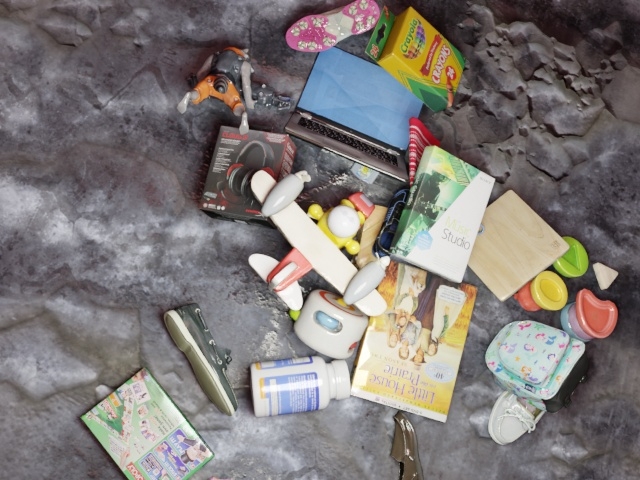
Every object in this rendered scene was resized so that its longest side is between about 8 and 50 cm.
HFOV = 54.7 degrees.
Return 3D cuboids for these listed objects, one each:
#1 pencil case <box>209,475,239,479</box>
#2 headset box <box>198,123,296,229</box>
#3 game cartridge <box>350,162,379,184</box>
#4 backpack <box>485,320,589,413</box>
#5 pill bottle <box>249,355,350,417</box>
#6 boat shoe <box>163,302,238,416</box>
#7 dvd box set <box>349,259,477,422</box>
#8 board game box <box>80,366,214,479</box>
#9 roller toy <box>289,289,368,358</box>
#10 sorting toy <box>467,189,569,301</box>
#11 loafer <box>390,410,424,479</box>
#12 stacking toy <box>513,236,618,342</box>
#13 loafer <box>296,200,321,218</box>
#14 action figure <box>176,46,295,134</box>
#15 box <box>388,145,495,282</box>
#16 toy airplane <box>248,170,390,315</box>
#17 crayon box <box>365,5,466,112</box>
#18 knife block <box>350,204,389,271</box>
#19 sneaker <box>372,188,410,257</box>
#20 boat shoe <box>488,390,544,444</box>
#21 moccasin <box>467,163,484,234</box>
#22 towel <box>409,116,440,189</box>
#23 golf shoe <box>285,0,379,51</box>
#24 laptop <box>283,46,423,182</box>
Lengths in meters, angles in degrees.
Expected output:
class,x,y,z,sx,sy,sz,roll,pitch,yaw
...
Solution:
class,x,y,z,sx,sy,sz,roll,pitch,yaw
pencil case,-0.184,0.734,1.692,0.284,0.124,0.124,17,78,-5
headset box,-0.207,-0.200,1.819,0.218,0.110,0.293,11,78,14
game cartridge,0.138,-0.216,1.953,0.083,0.017,0.056,34,81,-2
backpack,0.615,0.349,1.805,0.225,0.253,0.191,-48,126,-16
pill bottle,-0.059,0.408,1.749,0.271,0.152,0.152,-4,81,-9
boat shoe,-0.308,0.326,1.745,0.113,0.127,0.340,-31,83,-35
dvd box set,0.277,0.298,1.864,0.307,0.062,0.421,18,78,-5
board game box,-0.476,0.542,1.717,0.213,0.046,0.317,-38,88,-12
roller toy,0.035,0.231,1.759,0.209,0.191,0.146,22,100,-33
sorting toy,0.572,0.024,1.898,0.255,0.089,0.257,-38,61,2
loafer,0.241,0.608,1.796,0.078,0.080,0.220,-11,83,-10
stacking toy,0.778,0.160,1.958,0.309,0.130,0.280,34,61,-9
loafer,-0.075,-0.082,1.874,0.170,0.061,0.062,-22,84,-12
action figure,-0.239,-0.460,1.827,0.341,0.179,0.330,8,47,-4
box,0.342,-0.071,1.726,0.232,0.058,0.322,23,81,-24
toy airplane,0.000,0.000,1.654,0.386,0.272,0.385,10,61,-24
crayon box,0.303,-0.574,1.929,0.318,0.081,0.202,32,65,-26
knife block,0.236,-0.016,1.896,0.242,0.088,0.276,13,78,-6
sneaker,0.224,-0.052,1.809,0.081,0.090,0.232,25,78,-4
boat shoe,0.632,0.482,1.864,0.320,0.103,0.118,-41,88,-13
moccasin,0.432,-0.099,1.874,0.116,0.138,0.342,-4,66,16
towel,0.313,-0.209,1.840,0.031,0.199,0.275,-10,68,31
golf shoe,0.040,-0.680,1.977,0.306,0.140,0.115,-14,108,8
laptop,0.125,-0.400,1.877,0.381,0.408,0.236,22,112,-4
